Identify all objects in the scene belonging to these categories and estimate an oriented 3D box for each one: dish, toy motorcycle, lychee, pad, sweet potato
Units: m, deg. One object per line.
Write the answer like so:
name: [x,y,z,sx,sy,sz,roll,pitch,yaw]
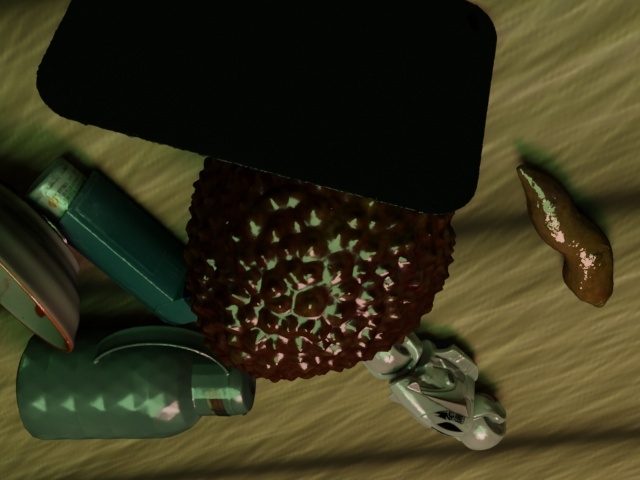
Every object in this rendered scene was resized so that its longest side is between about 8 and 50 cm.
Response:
dish: [-0.348,0.008,0.981,0.260,0.085,0.260,34,155,18]
toy motorcycle: [0.138,0.187,1.070,0.112,0.112,0.254,-35,117,29]
lychee: [0.000,0.000,0.854,0.275,0.304,0.276,34,160,14]
pad: [-0.045,-0.121,0.760,0.375,0.315,0.063,15,149,-1]
sweet potato: [0.272,-0.004,0.939,0.065,0.051,0.218,-21,122,26]

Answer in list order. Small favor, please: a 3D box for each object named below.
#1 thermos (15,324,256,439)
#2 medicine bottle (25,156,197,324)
thermos: [-0.227,0.168,1.088,0.286,0.145,0.182,-3,139,9]
medicine bottle: [-0.210,0.003,0.999,0.258,0.079,0.124,42,132,-21]
